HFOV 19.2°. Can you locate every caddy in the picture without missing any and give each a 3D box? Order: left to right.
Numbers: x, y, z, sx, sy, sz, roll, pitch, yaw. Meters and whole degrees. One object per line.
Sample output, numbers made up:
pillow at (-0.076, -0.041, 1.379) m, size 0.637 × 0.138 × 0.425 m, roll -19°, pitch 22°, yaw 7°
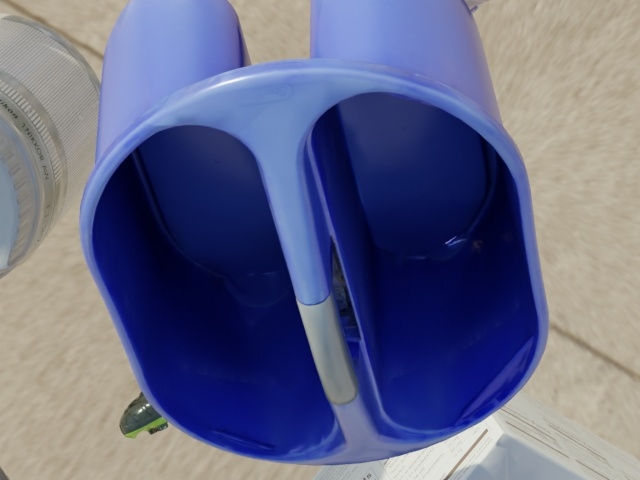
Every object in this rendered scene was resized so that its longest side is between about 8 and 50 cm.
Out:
caddy at (0.000, 0.000, 1.069) m, size 0.241 × 0.341 × 0.179 m, roll -10°, pitch 49°, yaw 6°

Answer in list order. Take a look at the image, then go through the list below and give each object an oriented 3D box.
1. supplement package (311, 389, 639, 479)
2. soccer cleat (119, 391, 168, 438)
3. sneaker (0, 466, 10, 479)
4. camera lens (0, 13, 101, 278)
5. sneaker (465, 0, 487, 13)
supplement package at (0.139, 0.236, 1.491) m, size 0.262 × 0.145 × 0.204 m, roll 32°, pitch 103°, yaw -33°
soccer cleat at (-0.091, 0.076, 1.407) m, size 0.179 × 0.060 × 0.072 m, roll -41°, pitch 94°, yaw -23°
sneaker at (-0.292, 0.314, 1.682) m, size 0.121 × 0.112 × 0.299 m, roll -39°, pitch 72°, yaw 3°
camera lens at (-0.338, -0.086, 1.833) m, size 0.219 × 0.274 × 0.219 m, roll 5°, pitch 113°, yaw 10°
sneaker at (0.109, -0.220, 1.493) m, size 0.236 × 0.104 × 0.095 m, roll -19°, pitch 100°, yaw 43°
